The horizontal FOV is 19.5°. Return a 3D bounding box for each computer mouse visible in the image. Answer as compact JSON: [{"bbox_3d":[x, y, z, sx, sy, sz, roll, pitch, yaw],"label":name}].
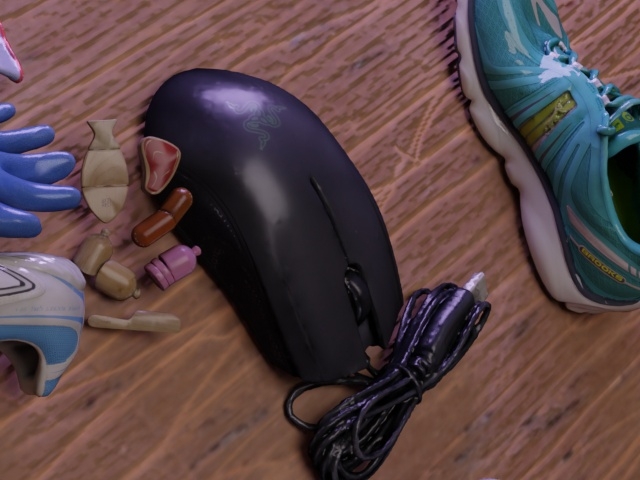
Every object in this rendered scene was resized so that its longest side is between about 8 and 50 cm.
[{"bbox_3d":[0.000,0.000,1.162,0.272,0.072,0.188,53,52,-12],"label":"computer mouse"}]

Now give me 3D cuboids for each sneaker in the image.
[{"bbox_3d":[0.185,-0.085,1.312,0.107,0.110,0.275,-24,90,-41],"label":"sneaker"},{"bbox_3d":[-0.231,0.029,0.965,0.237,0.085,0.086,14,76,-30],"label":"sneaker"}]

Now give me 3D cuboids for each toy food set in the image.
[{"bbox_3d":[-0.107,-0.008,1.097,0.078,0.019,0.122,5,87,-18],"label":"toy food set"}]

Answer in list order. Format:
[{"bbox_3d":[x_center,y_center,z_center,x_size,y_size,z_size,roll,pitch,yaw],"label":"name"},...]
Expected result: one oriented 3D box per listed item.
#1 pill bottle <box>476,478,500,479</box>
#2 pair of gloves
[{"bbox_3d":[0.047,0.204,1.107,0.180,0.108,0.108,-13,83,-40],"label":"pill bottle"},{"bbox_3d":[-0.216,-0.084,1.009,0.159,0.023,0.198,8,47,-44],"label":"pair of gloves"}]
